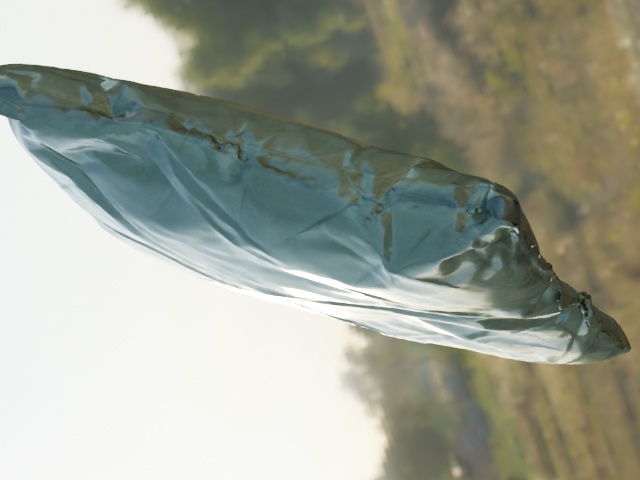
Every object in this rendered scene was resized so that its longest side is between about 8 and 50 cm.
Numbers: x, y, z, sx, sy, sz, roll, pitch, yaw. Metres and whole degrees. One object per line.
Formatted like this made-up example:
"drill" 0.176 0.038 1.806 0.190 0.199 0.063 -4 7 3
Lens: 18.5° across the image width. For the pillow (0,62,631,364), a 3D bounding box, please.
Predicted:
"pillow" -0.002 -0.001 0.973 0.076 0.274 0.281 -71 -23 -9
